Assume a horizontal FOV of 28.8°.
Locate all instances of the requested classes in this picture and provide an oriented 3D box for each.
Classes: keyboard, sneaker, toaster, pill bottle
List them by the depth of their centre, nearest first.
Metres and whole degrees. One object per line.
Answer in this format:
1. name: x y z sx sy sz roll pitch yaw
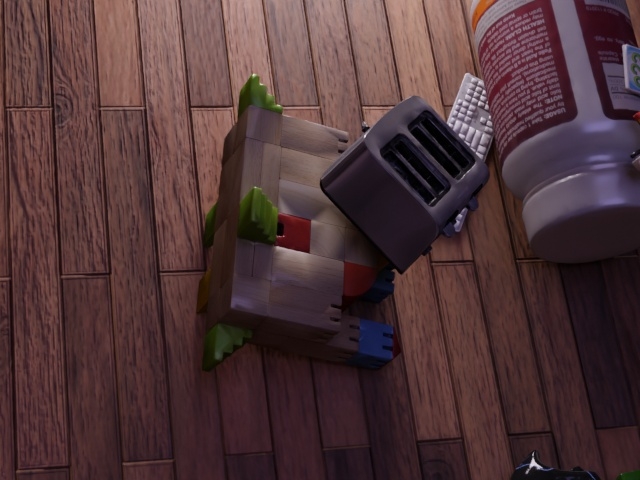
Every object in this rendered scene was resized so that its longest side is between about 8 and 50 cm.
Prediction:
1. sneaker: 0.346 0.340 1.549 0.232 0.081 0.090 24 61 14
2. toaster: 0.104 -0.078 1.564 0.186 0.110 0.168 47 41 1
3. pill bottle: 0.349 -0.182 1.738 0.224 0.224 0.392 -1 66 -14
4. keyboard: 0.205 -0.130 1.797 0.072 0.014 0.256 23 62 -1

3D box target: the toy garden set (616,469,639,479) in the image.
1. toy garden set: 0.506 0.403 1.594 0.203 0.049 0.244 -9 66 -15

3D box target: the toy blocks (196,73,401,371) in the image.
1. toy blocks: 0.000 0.000 1.615 0.261 0.191 0.381 13 62 -20

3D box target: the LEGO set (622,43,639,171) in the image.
1. LEGO set: 0.485 -0.144 1.617 0.182 0.060 0.244 15 59 -17
